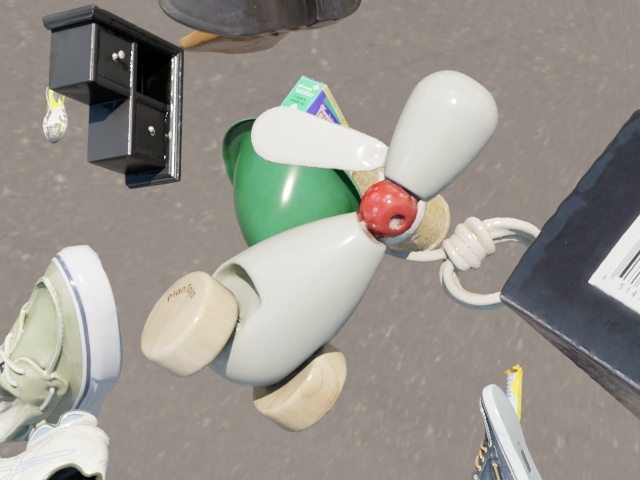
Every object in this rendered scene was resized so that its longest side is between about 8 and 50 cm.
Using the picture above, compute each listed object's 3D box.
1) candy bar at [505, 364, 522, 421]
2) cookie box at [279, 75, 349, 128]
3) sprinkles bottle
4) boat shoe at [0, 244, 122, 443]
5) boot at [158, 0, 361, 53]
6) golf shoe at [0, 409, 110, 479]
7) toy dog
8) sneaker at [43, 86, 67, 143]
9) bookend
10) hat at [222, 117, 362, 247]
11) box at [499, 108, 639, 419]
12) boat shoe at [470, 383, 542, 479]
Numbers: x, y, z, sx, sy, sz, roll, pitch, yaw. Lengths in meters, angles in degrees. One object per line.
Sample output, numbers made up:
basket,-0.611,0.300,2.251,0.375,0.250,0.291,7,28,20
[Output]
candy bar,0.308,0.279,1.978,0.018,0.040,0.161,19,61,-20
cookie box,-0.022,-0.118,1.398,0.040,0.092,0.107,25,73,31
sprinkles bottle,0.068,-0.071,1.908,0.121,0.355,0.121,-12,68,32
boat shoe,-0.250,0.115,1.130,0.109,0.094,0.302,61,150,27
boot,-0.122,-0.292,1.570,0.264,0.280,0.096,-15,95,-27
golf shoe,-0.246,0.210,0.985,0.176,0.086,0.069,-38,120,1
toy dog,0.000,0.000,1.007,0.334,0.161,0.220,-32,122,-4
sneaker,-0.352,-0.166,1.640,0.031,0.035,0.083,3,70,-7
bookend,-0.223,-0.151,1.321,0.072,0.157,0.156,-7,76,30
hat,-0.065,0.006,1.233,0.208,0.183,0.173,34,146,11
box,0.205,0.058,0.531,0.207,0.153,0.108,38,89,-39
boat shoe,0.230,0.286,1.629,0.083,0.065,0.183,-21,94,25
